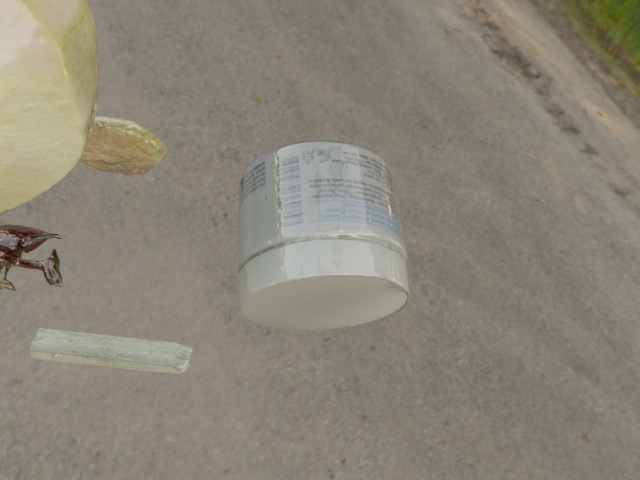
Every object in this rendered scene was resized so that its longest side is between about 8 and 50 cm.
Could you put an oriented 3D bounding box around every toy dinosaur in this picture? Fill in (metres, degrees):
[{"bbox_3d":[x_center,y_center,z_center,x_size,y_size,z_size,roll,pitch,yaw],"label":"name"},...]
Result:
[{"bbox_3d":[-0.532,0.048,0.953,0.206,0.113,0.327,4,23,-34],"label":"toy dinosaur"}]

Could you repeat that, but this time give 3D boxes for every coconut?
[{"bbox_3d":[-0.404,-0.182,0.584,0.352,0.353,0.353,17,47,-19],"label":"coconut"}]

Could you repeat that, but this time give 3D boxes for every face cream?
[{"bbox_3d":[0.000,0.000,0.621,0.177,0.177,0.153,9,61,-26],"label":"face cream"}]

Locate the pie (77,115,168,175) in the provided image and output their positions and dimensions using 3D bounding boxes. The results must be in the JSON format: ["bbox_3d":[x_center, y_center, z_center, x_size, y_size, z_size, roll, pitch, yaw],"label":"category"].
[{"bbox_3d":[-0.395,-0.179,1.091,0.218,0.185,0.052,11,72,-34],"label":"pie"}]

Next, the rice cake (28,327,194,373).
[{"bbox_3d":[-0.330,0.173,0.917,0.256,0.057,0.052,7,87,-4],"label":"rice cake"}]
